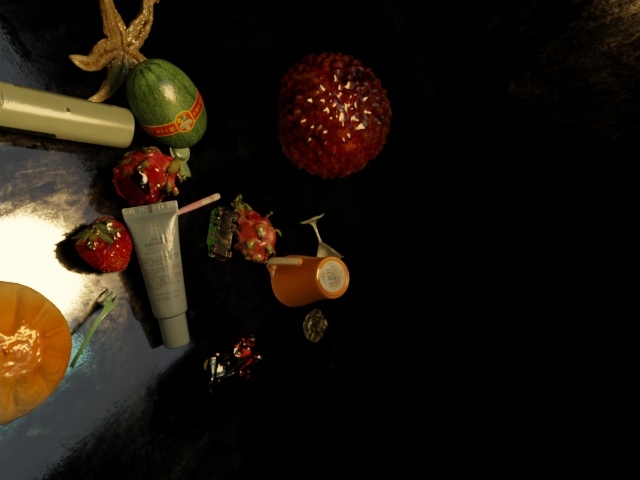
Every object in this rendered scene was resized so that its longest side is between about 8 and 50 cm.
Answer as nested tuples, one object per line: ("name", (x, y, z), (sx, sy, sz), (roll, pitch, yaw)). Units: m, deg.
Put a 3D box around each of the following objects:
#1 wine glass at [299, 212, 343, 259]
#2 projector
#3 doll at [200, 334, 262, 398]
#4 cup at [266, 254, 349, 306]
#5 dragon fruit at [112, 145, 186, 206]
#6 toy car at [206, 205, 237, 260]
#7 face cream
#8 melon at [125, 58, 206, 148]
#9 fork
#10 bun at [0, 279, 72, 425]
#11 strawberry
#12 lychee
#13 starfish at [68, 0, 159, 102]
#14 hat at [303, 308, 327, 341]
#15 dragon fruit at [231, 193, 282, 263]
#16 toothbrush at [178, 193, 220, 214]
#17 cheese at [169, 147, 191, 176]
("wine glass", (0.000, 0.000, 1.810), (0.122, 0.122, 0.182), (-22, 93, -49))
("projector", (-0.618, -0.294, 1.163), (0.338, 0.108, 0.108), (0, 82, -49))
("doll", (-0.266, 0.371, 1.448), (0.127, 0.088, 0.249), (53, 34, 1))
("cup", (-0.049, 0.117, 1.624), (0.226, 0.264, 0.182), (33, 66, -27))
("dragon fruit", (-0.443, -0.169, 1.303), (0.167, 0.160, 0.172), (29, 46, 8))
("toy car", (-0.304, -0.019, 1.496), (0.071, 0.063, 0.165), (22, 66, -44))
("face cream", (-0.411, 0.095, 1.294), (0.136, 0.086, 0.385), (-12, 103, -20))
("melon", (-0.406, -0.355, 1.332), (0.287, 0.182, 0.182), (63, 35, -60))
("fork", (-0.527, 0.202, 1.160), (0.039, 0.021, 0.235), (47, 28, -29))
("bun", (-0.645, 0.221, 0.978), (0.299, 0.165, 0.298), (16, 69, -47))
("strawberry", (-0.526, 0.013, 1.210), (0.131, 0.148, 0.131), (6, 62, -12))
("lychee", (0.043, -0.419, 1.733), (0.500, 0.425, 0.424), (60, 38, -58))
("starfish", (-0.518, -0.511, 1.327), (0.327, 0.094, 0.374), (29, 75, -58))
("hat", (-0.008, 0.306, 1.775), (0.121, 0.050, 0.121), (9, 78, -48))
("dragon fruit", (-0.210, -0.040, 1.566), (0.137, 0.135, 0.235), (0, 64, -43))
("toothbrush", (-0.396, -0.089, 1.436), (0.286, 0.025, 0.020), (-33, 107, -48))
("cheese", (-0.412, -0.248, 1.450), (0.067, 0.026, 0.120), (-2, 83, -48))
